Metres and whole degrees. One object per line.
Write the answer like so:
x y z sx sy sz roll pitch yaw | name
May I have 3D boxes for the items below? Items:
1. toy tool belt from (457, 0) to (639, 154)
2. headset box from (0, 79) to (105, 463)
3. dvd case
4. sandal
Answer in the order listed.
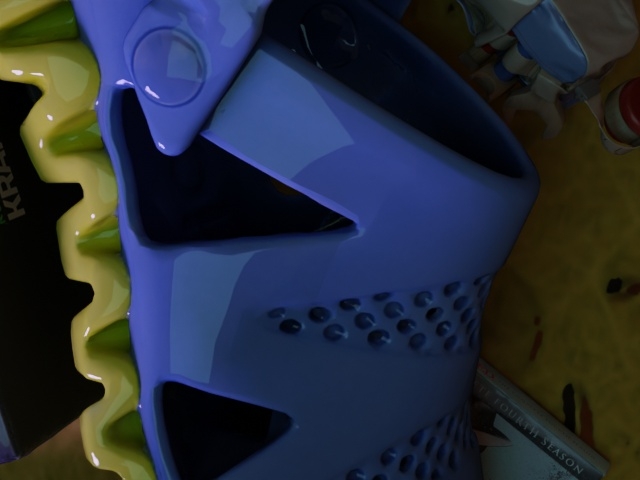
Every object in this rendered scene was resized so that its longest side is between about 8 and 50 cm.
0.069 -0.059 0.442 0.083 0.052 0.051 58 151 2 | toy tool belt
-0.204 -0.040 0.508 0.283 0.131 0.246 -15 98 25 | headset box
0.031 0.092 0.515 0.087 0.013 0.119 40 115 8 | dvd case
0.000 0.000 0.420 0.138 0.126 0.317 -13 103 28 | sandal
